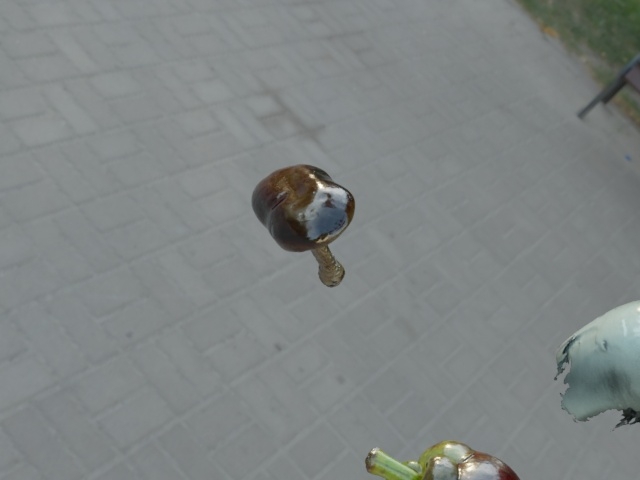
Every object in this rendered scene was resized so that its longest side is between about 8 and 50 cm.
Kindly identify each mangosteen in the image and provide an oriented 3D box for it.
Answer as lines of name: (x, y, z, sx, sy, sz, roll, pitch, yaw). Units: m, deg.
mangosteen: (0.142, 0.280, 1.112, 0.181, 0.146, 0.156, 57, 26, -16)

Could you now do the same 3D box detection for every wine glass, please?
wine glass: (0.392, 0.103, 1.103, 0.143, 0.321, 0.143, 15, 56, -24)

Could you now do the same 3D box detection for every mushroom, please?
mushroom: (0.000, 0.000, 1.643, 0.217, 0.148, 0.227, 64, -2, -31)
